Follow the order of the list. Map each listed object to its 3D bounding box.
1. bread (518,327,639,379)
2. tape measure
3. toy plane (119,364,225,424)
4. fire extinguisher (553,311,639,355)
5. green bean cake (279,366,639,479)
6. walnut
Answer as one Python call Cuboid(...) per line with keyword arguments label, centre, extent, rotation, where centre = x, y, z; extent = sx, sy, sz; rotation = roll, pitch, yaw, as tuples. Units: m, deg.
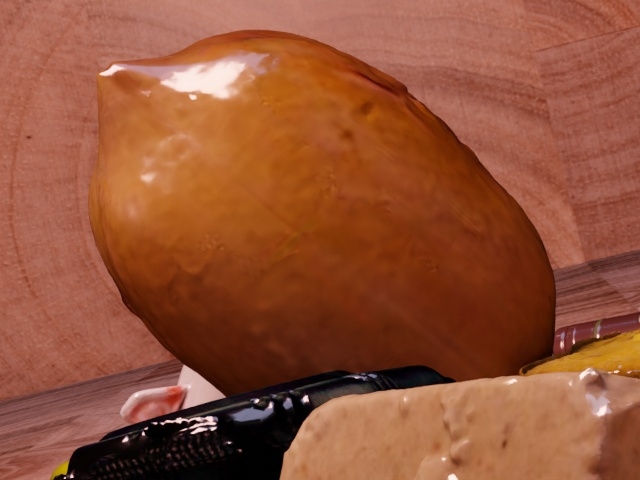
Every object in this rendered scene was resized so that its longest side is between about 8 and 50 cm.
Cuboid(label="bread", centre=(0.230, 0.073, 0.981), extent=(0.233, 0.088, 0.161), rotation=(-10, 8, 33))
Cuboid(label="tape measure", centre=(-0.036, 0.125, 0.898), extent=(0.199, 0.112, 0.186), rotation=(-19, -9, 26))
Cuboid(label="toy plane", centre=(-0.010, 0.059, 1.208), extent=(0.252, 0.252, 0.118), rotation=(-14, 19, -20))
Cuboid(label="fire extinguisher", centre=(0.254, 0.079, 1.517), extent=(0.157, 0.045, 0.078), rotation=(-12, 30, 30))
Cuboid(label="green bean cake", centre=(0.073, 0.098, 0.665), extent=(0.109, 0.085, 0.179), rotation=(18, -18, -31))
Cuboid(label="walnut", centre=(0.000, 0.000, 1.040), extent=(0.203, 0.298, 0.203), rotation=(-36, 25, 20))
